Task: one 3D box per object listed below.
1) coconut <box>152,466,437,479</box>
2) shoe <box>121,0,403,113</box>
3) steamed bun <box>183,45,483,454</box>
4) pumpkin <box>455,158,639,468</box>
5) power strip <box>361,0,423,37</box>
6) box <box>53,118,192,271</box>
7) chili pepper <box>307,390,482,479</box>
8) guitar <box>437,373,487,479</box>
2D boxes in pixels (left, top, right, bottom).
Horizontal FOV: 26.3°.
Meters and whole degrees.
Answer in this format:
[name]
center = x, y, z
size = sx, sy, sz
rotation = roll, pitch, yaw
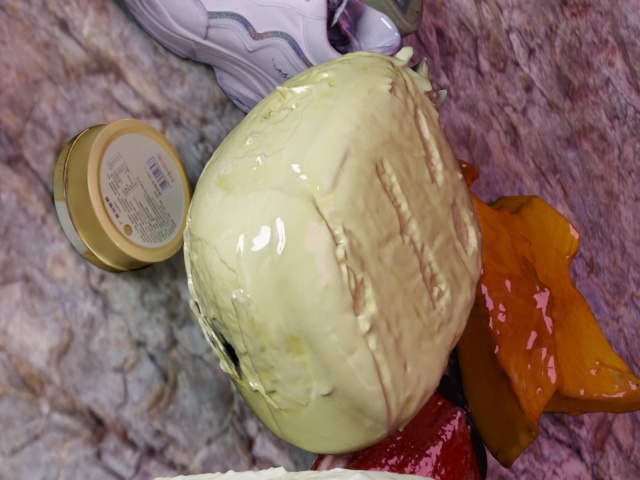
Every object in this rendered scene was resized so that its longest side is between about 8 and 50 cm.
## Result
[coconut]
center = -0.024, 0.305, 0.711
size = 0.415, 0.415, 0.345
rotation = -10, 97, -54
[shoe]
center = -0.049, -0.186, 1.027
size = 0.245, 0.137, 0.095
rotation = 42, 43, -37
[steamed bun]
center = 0.000, 0.000, 0.992
size = 0.232, 0.166, 0.273
rotation = 58, 42, -32
[pumpkin]
center = 0.194, 0.053, 1.308
size = 0.258, 0.095, 0.290
rotation = -12, 84, -52
[power strip]
center = 0.008, -0.283, 1.216
size = 0.286, 0.048, 0.080
rotation = 52, 43, -32
[box]
center = -0.134, -0.031, 0.944
size = 0.105, 0.037, 0.105
rotation = 24, 59, -48
[chili pepper]
center = 0.029, 0.227, 1.034
size = 0.252, 0.136, 0.144
rotation = -45, 159, -39
[guitar]
center = 0.074, 0.107, 1.175
size = 0.084, 0.038, 0.271
rotation = -42, 112, -52
